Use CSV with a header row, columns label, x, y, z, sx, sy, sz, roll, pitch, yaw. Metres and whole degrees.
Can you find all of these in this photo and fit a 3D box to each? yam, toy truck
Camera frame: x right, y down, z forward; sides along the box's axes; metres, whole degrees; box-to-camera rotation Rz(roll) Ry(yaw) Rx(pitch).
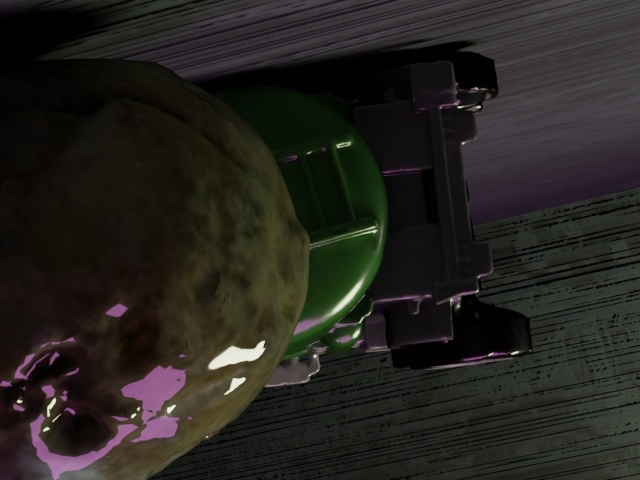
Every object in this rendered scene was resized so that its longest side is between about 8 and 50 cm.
label,x,y,z,sx,sy,sz,roll,pitch,yaw
yam,-0.129,0.032,0.524,0.133,0.133,0.330,-11,173,-44
toy truck,0.000,0.000,0.688,0.125,0.101,0.242,-8,175,0
